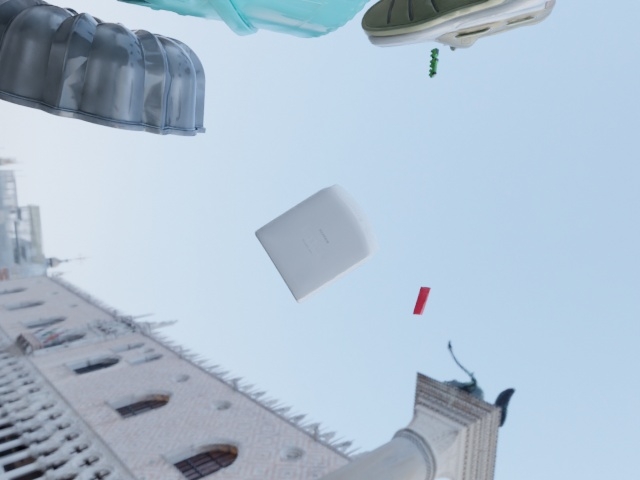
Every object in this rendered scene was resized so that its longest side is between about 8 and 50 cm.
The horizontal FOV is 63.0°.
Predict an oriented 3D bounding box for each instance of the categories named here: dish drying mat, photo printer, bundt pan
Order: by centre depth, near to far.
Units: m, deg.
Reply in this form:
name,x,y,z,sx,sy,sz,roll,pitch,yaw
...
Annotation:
name,x,y,z,sx,sy,sz,roll,pitch,yaw
bundt pan,-0.316,-0.253,0.743,0.330,0.330,0.124,32,-67,41
dish drying mat,0.277,0.165,1.428,0.008,0.032,0.083,-124,-135,-67
photo printer,0.000,0.000,1.530,0.256,0.307,0.107,58,-1,3

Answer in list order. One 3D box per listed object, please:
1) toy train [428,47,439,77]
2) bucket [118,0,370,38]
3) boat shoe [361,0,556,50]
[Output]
name,x,y,z,sx,sy,sz,roll,pitch,yaw
toy train,0.309,-0.482,1.418,0.023,0.017,0.084,-1,-98,50
bucket,-0.059,-0.312,0.432,0.281,0.183,0.282,-3,-93,51
boat shoe,0.218,-0.357,0.835,0.302,0.103,0.113,-6,-120,24
